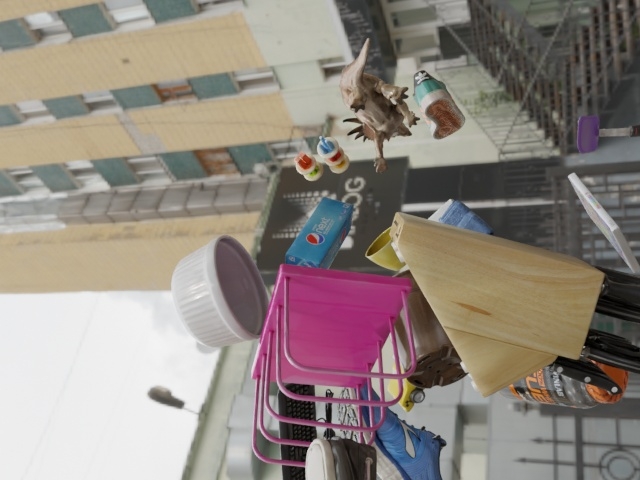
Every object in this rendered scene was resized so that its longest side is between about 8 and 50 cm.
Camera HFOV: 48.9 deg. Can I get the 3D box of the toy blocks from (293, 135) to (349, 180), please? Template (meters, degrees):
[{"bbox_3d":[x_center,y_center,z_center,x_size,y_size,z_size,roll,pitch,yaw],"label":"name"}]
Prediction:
[{"bbox_3d":[-0.007,-0.198,1.668,0.148,0.123,0.054,41,-144,-67],"label":"toy blocks"}]

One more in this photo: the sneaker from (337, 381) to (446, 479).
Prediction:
[{"bbox_3d":[0.141,0.381,1.290,0.330,0.147,0.130,60,154,28],"label":"sneaker"}]

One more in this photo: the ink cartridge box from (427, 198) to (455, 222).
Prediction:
[{"bbox_3d":[0.406,0.068,1.780,0.307,0.129,0.223,54,-167,29],"label":"ink cartridge box"}]

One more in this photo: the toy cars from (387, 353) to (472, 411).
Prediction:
[{"bbox_3d":[0.278,0.243,1.546,0.087,0.393,0.176,31,-135,-28],"label":"toy cars"}]

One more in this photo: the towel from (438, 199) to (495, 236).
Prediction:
[{"bbox_3d":[0.298,-0.027,1.436,0.029,0.119,0.067,24,-71,-47],"label":"towel"}]

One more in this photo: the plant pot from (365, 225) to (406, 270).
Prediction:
[{"bbox_3d":[0.214,0.033,2.084,0.095,0.134,0.134,45,-146,-11],"label":"plant pot"}]

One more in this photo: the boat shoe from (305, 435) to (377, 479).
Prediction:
[{"bbox_3d":[0.050,0.411,0.896,0.112,0.095,0.335,118,152,-48],"label":"boat shoe"}]

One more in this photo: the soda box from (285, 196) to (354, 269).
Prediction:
[{"bbox_3d":[0.000,0.000,1.408,0.210,0.071,0.067,-58,-19,-49],"label":"soda box"}]

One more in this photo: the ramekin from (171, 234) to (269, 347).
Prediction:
[{"bbox_3d":[-0.190,0.104,1.329,0.207,0.109,0.207,58,-162,-31],"label":"ramekin"}]

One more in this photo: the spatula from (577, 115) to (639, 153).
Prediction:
[{"bbox_3d":[0.689,-0.249,1.619,0.296,0.030,0.084,-7,-75,-26],"label":"spatula"}]

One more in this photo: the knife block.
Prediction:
[{"bbox_3d":[0.237,0.044,0.745,0.276,0.242,0.088,59,-176,-7],"label":"knife block"}]

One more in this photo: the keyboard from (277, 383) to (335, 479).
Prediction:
[{"bbox_3d":[-0.025,0.466,1.753,0.201,0.033,0.317,-24,-60,-44],"label":"keyboard"}]

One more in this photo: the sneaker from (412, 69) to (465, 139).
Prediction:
[{"bbox_3d":[0.331,-0.386,1.996,0.121,0.108,0.302,68,-169,19],"label":"sneaker"}]

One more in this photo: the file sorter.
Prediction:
[{"bbox_3d":[0.011,0.208,1.092,0.291,0.202,0.182,108,165,-45],"label":"file sorter"}]

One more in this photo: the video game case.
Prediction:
[{"bbox_3d":[0.357,-0.024,0.890,0.087,0.011,0.122,47,-163,-35],"label":"video game case"}]

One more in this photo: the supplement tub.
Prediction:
[{"bbox_3d":[0.362,0.194,1.085,0.117,0.190,0.117,4,-97,-37],"label":"supplement tub"}]

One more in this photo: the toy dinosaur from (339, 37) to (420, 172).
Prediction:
[{"bbox_3d":[0.098,-0.277,1.429,0.296,0.127,0.200,57,-179,-39],"label":"toy dinosaur"}]

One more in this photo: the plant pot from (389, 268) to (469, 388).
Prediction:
[{"bbox_3d":[0.191,0.160,1.250,0.167,0.167,0.165,65,-171,-46],"label":"plant pot"}]
